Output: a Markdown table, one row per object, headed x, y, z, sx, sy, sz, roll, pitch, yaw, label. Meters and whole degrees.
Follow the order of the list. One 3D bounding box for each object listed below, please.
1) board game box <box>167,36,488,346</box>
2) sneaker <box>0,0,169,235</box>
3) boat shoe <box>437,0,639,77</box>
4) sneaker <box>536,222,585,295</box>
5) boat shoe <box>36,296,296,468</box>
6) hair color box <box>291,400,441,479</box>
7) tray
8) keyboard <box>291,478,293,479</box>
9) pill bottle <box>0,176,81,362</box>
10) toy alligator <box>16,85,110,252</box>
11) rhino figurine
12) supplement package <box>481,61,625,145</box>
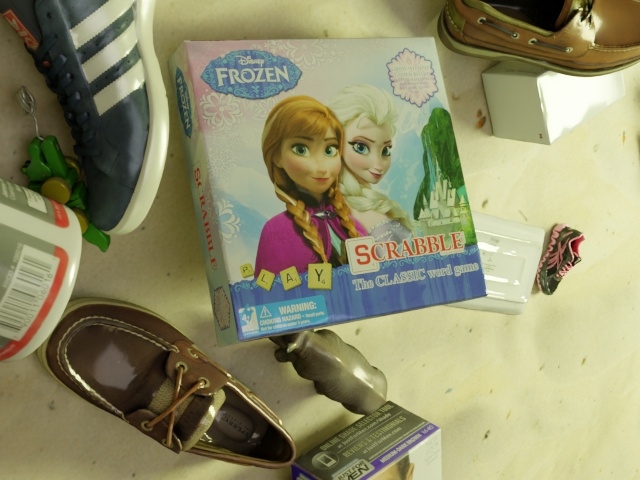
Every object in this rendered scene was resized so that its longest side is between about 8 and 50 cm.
| x | y | z | sx | sy | sz | roll | pitch | yaw | label |
| --- | --- | --- | --- | --- | --- | --- | --- | --- | --- |
| 0.014 | -0.066 | 1.008 | 0.319 | 0.066 | 0.318 | -8 | 83 | -28 | board game box |
| -0.234 | -0.177 | 0.855 | 0.148 | 0.131 | 0.350 | -4 | 96 | -37 | sneaker |
| 0.311 | -0.282 | 1.167 | 0.307 | 0.104 | 0.110 | -2 | 75 | -8 | boat shoe |
| 0.385 | 0.033 | 1.438 | 0.047 | 0.057 | 0.119 | 15 | 94 | -42 | sneaker |
| -0.154 | 0.174 | 1.011 | 0.342 | 0.123 | 0.123 | 43 | 75 | -38 | boat shoe |
| 0.073 | 0.414 | 1.242 | 0.185 | 0.110 | 0.338 | -25 | 121 | -36 | hair color box |
| 0.242 | 0.034 | 1.344 | 0.270 | 0.030 | 0.145 | 11 | 95 | -39 | tray |
| -0.022 | 0.365 | 1.235 | 0.180 | 0.023 | 0.108 | -43 | 119 | -20 | keyboard |
| -0.365 | -0.007 | 0.770 | 0.283 | 0.161 | 0.161 | 27 | 85 | -39 | pill bottle |
| -0.271 | -0.062 | 0.904 | 0.051 | 0.056 | 0.189 | -17 | 120 | 11 | toy alligator |
| -0.001 | 0.145 | 1.133 | 0.243 | 0.106 | 0.073 | 43 | 75 | -38 | rhino figurine |
| 0.335 | -0.223 | 1.297 | 0.179 | 0.105 | 0.105 | -32 | 120 | -28 | supplement package |
